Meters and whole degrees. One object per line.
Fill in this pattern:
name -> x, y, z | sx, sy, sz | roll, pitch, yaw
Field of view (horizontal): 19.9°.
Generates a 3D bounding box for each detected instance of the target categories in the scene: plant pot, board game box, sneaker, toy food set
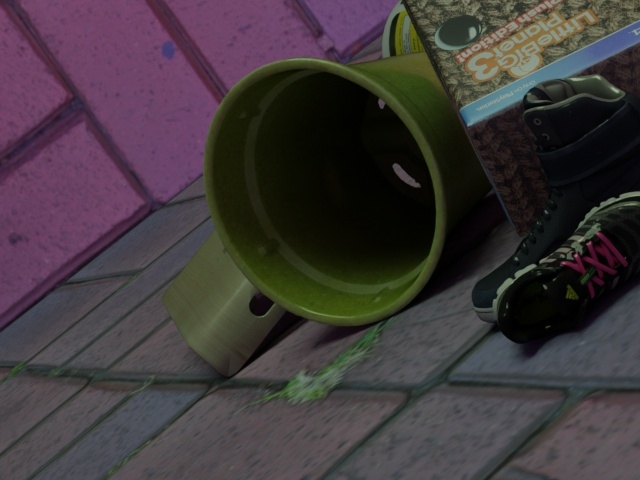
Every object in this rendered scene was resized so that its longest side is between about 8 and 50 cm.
plant pot -> 0.063, -0.083, 1.890 | 0.276, 0.276, 0.254 | -27, 2, 37
board game box -> 0.221, -0.183, 1.683 | 0.232, 0.141, 0.291 | -26, 39, 5
sneaker -> 0.203, 0.028, 1.429 | 0.170, 0.063, 0.075 | -36, 9, 22
sneaker -> 0.187, -0.040, 1.503 | 0.226, 0.163, 0.086 | -31, 13, 27
toy food set -> -0.071, 0.032, 2.125 | 0.220, 0.092, 0.306 | -52, 17, 1

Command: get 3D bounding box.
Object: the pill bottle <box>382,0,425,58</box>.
pill bottle -> 0.233, -0.260, 2.227 | 0.188, 0.188, 0.334 | -41, 12, -27
